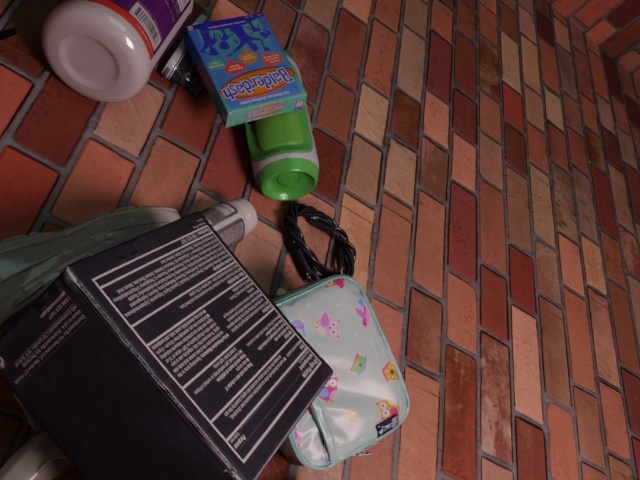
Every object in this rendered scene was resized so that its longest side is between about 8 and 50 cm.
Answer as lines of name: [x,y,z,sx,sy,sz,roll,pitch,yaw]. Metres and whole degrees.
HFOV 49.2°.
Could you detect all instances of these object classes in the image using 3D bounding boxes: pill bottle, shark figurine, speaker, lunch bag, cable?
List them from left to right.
shark figurine: [-0.318,0.281,0.798,0.166,0.116,0.278,63,32,-23]
pill bottle: [-0.336,-0.399,1.226,0.181,0.181,0.323,33,45,-18]
pill bottle: [-0.174,-0.020,1.181,0.078,0.078,0.137,54,43,3]
speaker: [-0.084,-0.230,1.365,0.131,0.131,0.296,10,57,-36]
cable: [0.000,0.000,1.337,0.150,0.047,0.184,-14,71,-45]
lunch bag: [0.002,0.209,1.094,0.224,0.108,0.279,-21,88,-29]

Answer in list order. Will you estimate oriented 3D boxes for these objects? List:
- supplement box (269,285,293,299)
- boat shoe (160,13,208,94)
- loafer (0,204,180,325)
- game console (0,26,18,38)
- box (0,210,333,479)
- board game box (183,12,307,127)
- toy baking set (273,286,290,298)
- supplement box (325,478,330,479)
supplement box: [-0.048,0.121,1.208,0.083,0.055,0.043,27,48,-23]
boat shoe: [-0.241,-0.362,1.372,0.083,0.065,0.183,33,53,-19]
loafer: [-0.332,0.031,0.998,0.319,0.112,0.111,-22,82,-38]
game console: [-0.555,-0.329,1.078,0.122,0.107,0.071,-43,122,-47]
box: [-0.177,0.154,0.859,0.294,0.183,0.296,49,23,2]
board game box: [-0.141,-0.321,1.300,0.160,0.047,0.210,-19,69,-23]
toy baking set: [-0.041,0.190,1.158,0.197,0.030,0.256,44,64,-12]
supplement box: [0.009,0.472,1.001,0.080,0.078,0.233,-3,64,-38]
